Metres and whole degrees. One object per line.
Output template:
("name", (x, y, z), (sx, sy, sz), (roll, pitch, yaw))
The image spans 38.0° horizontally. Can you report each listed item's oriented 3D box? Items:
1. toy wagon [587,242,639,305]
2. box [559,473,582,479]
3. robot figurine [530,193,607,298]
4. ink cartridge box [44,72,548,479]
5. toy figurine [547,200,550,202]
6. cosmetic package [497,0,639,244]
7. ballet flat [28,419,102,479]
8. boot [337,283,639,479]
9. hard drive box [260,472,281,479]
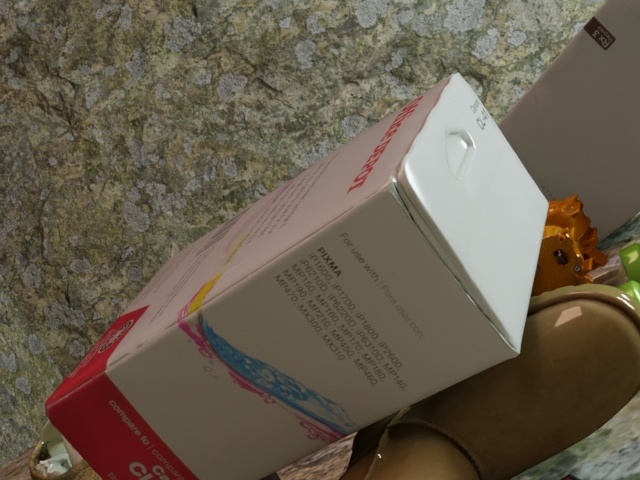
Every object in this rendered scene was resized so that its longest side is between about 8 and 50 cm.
("toy wagon", (0.163, 0.114, 0.797), (0.267, 0.068, 0.344), (-30, 3, 24))
("box", (0.125, 0.172, 0.488), (0.094, 0.027, 0.137), (-31, 2, -7))
("robot figurine", (0.101, 0.061, 0.817), (0.291, 0.085, 0.211), (-29, 3, 23))
("ink cartridge box", (-0.010, 0.040, 0.650), (0.306, 0.131, 0.226), (-30, 13, 28))
("toy figurine", (0.234, 0.026, 1.095), (0.173, 0.130, 0.159), (-3, 13, -1))
("cosmetic package", (0.397, -0.176, 1.152), (0.156, 0.217, 0.385), (-33, -14, -38))
("ballet flat", (-0.197, 0.195, 0.847), (0.123, 0.123, 0.348), (-32, 0, -32))
("boot", (0.069, 0.146, 0.495), (0.236, 0.089, 0.269), (-41, 0, 27))
("hard drive box", (-0.107, 0.263, 0.740), (0.181, 0.089, 0.232), (-31, 2, -3))
